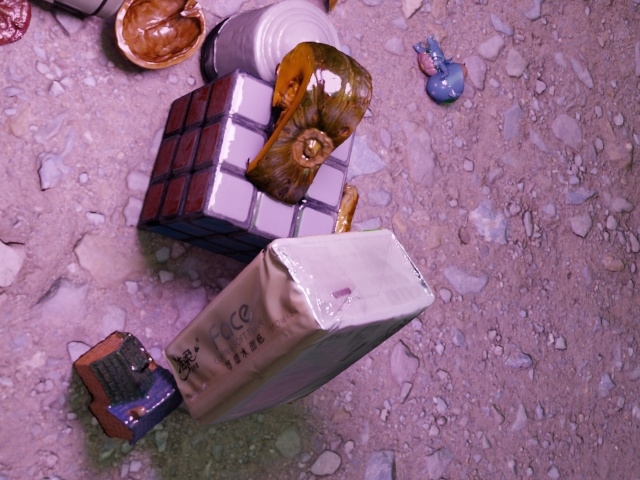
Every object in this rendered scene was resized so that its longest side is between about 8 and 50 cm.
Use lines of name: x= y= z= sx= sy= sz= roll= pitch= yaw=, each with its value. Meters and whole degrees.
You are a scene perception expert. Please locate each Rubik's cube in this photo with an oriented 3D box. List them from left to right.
Rubik's cube: x=-0.146 y=-0.132 z=1.719 sx=0.301 sy=0.305 sz=0.303 roll=21 pitch=76 yaw=-31

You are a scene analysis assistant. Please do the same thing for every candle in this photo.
candle: x=-0.091 y=-0.387 z=1.760 sx=0.221 sy=0.342 sz=0.221 roll=-1 pitch=93 yaw=-34

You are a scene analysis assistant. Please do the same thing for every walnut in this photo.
walnut: x=-0.344 y=-0.438 z=1.737 sx=0.211 sy=0.087 sz=0.167 roll=-33 pitch=111 yaw=-29

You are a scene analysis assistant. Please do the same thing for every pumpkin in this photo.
pumpkin: x=-0.033 y=-0.235 z=1.578 sx=0.139 sy=0.190 sz=0.280 roll=27 pitch=114 yaw=-31

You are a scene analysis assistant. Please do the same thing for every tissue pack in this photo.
tissue pack: x=-0.047 y=0.160 z=1.585 sx=0.332 sy=0.405 sz=0.205 roll=-9 pitch=63 yaw=-47

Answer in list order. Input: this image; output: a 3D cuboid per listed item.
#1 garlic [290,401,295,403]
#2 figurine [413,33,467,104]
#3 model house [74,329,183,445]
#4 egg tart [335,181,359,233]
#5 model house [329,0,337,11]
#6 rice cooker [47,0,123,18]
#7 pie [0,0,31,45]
garlic: x=-0.146 y=0.287 z=1.806 sx=0.207 sy=0.115 sz=0.128 roll=20 pitch=44 yaw=-31
figurine: x=0.323 y=-0.450 z=2.185 sx=0.144 sy=0.114 sz=0.178 roll=-33 pitch=96 yaw=-33
model house: x=-0.361 y=0.277 z=1.623 sx=0.166 sy=0.172 sz=0.183 roll=-38 pitch=107 yaw=-29
egg tart: x=0.000 y=0.000 z=1.868 sx=0.116 sy=0.295 sz=0.295 roll=18 pitch=74 yaw=1
model house: x=-0.005 y=-0.674 z=1.977 sx=0.136 sy=0.207 sz=0.219 roll=19 pitch=85 yaw=5
rice cooker: x=-0.452 y=-0.548 z=1.602 sx=0.244 sy=0.226 sz=0.226 roll=13 pitch=79 yaw=-31
pie: x=-0.619 y=-0.435 z=1.584 sx=0.154 sy=0.036 sz=0.154 roll=2 pitch=87 yaw=-34
